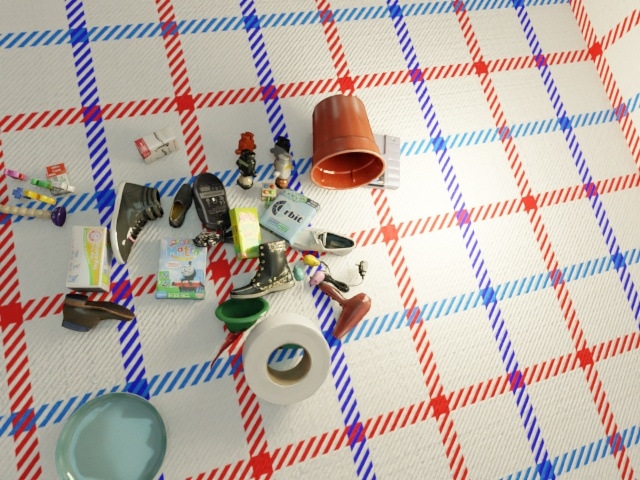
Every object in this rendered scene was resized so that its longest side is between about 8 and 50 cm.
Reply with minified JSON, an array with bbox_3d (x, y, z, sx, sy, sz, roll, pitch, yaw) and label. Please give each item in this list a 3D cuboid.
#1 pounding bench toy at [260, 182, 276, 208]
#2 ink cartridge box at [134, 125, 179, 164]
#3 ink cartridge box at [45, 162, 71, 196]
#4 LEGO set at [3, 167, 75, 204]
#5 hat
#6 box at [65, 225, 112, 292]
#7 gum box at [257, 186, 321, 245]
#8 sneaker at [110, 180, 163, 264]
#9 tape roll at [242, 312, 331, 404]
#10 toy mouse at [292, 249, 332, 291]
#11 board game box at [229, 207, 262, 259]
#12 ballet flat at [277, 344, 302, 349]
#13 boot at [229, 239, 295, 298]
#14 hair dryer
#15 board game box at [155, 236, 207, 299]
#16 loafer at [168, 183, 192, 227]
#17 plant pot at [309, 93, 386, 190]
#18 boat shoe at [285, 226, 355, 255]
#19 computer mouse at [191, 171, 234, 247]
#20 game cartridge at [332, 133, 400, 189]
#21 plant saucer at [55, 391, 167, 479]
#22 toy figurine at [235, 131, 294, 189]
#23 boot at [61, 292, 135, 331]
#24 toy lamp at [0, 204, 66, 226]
[{"bbox_3d":[-0.194,-0.167,1.622,0.052,0.065,0.083,2,76,-11],"label":"pounding bench toy"},{"bbox_3d":[-0.586,-0.343,1.567,0.135,0.099,0.056,-32,84,-16],"label":"ink cartridge box"},{"bbox_3d":[-0.909,-0.215,1.505,0.062,0.029,0.115,-19,81,-14],"label":"ink cartridge box"},{"bbox_3d":[-0.951,-0.172,1.432,0.227,0.093,0.087,12,83,5],"label":"LEGO set"},{"bbox_3d":[-0.272,0.311,1.496,0.208,0.173,0.184,-3,111,-2],"label":"hat"},{"bbox_3d":[-0.751,0.062,1.425,0.103,0.114,0.203,1,75,-12],"label":"box"},{"bbox_3d":[-0.115,-0.093,1.604,0.157,0.041,0.184,29,71,22],"label":"gum box"},{"bbox_3d":[-0.620,-0.064,1.487,0.146,0.104,0.296,1,72,-6],"label":"sneaker"},{"bbox_3d":[-0.112,0.387,1.429,0.286,0.100,0.286,-3,101,-14],"label":"tape roll"},{"bbox_3d":[-0.043,0.119,1.565,0.161,0.031,0.143,24,64,3],"label":"toy mouse"},{"bbox_3d":[-0.265,-0.025,1.556,0.092,0.043,0.181,-4,81,-41],"label":"board game box"},{"bbox_3d":[-0.148,0.344,1.512,0.232,0.080,0.073,1,48,-14],"label":"ballet flat"},{"bbox_3d":[-0.212,0.101,1.516,0.236,0.085,0.179,-11,97,-23],"label":"boot"},{"bbox_3d":[0.075,0.215,1.594,0.223,0.080,0.294,-3,71,4],"label":"hair dryer"},{"bbox_3d":[-0.479,0.098,1.511,0.160,0.039,0.212,2,75,-11],"label":"board game box"},{"bbox_3d":[-0.497,-0.130,1.552,0.062,0.061,0.170,11,74,-8],"label":"loafer"},{"bbox_3d":[0.081,-0.363,1.583,0.272,0.272,0.265,-2,68,-12],"label":"plant pot"},{"bbox_3d":[0.000,0.000,1.608,0.267,0.088,0.096,14,74,-7],"label":"boat shoe"},{"bbox_3d":[-0.394,-0.107,1.557,0.188,0.072,0.272,-10,83,-37],"label":"computer mouse"},{"bbox_3d":[0.148,-0.327,1.738,0.354,0.068,0.230,5,71,-10],"label":"game cartridge"},{"bbox_3d":[-0.636,0.633,1.344,0.317,0.044,0.318,3,75,-10],"label":"plant saucer"},{"bbox_3d":[-0.205,-0.281,1.580,0.209,0.148,0.213,2,39,-16],"label":"toy figurine"},{"bbox_3d":[-0.726,0.252,1.418,0.219,0.082,0.106,19,95,-11],"label":"boot"},{"bbox_3d":[-0.999,-0.097,1.435,0.274,0.080,0.080,10,75,-12],"label":"toy lamp"}]
